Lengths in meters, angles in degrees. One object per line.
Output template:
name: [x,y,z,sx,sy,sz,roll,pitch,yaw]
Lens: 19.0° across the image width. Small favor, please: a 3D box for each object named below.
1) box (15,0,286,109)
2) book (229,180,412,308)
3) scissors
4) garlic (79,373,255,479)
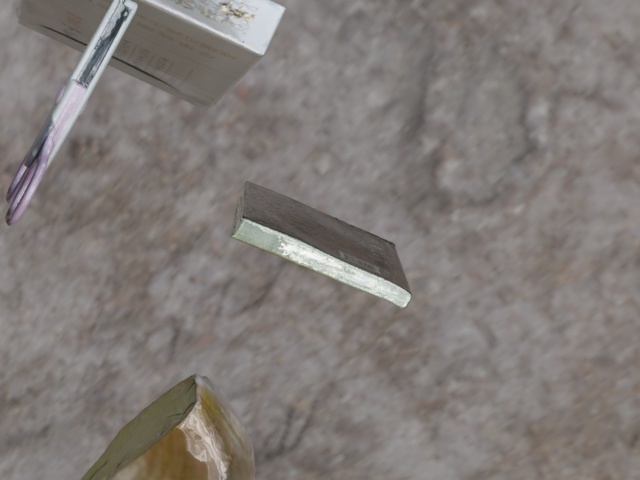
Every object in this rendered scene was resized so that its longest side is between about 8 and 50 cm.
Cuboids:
box: [-0.156,-0.192,1.628,0.204,0.365,0.051,24,83,-8]
book: [0.000,0.000,1.679,0.160,0.228,0.024,23,98,-5]
scissors: [-0.175,-0.092,1.320,0.022,0.085,0.176,28,104,-16]
garlic: [-0.109,0.177,1.314,0.101,0.195,0.087,36,29,-21]
